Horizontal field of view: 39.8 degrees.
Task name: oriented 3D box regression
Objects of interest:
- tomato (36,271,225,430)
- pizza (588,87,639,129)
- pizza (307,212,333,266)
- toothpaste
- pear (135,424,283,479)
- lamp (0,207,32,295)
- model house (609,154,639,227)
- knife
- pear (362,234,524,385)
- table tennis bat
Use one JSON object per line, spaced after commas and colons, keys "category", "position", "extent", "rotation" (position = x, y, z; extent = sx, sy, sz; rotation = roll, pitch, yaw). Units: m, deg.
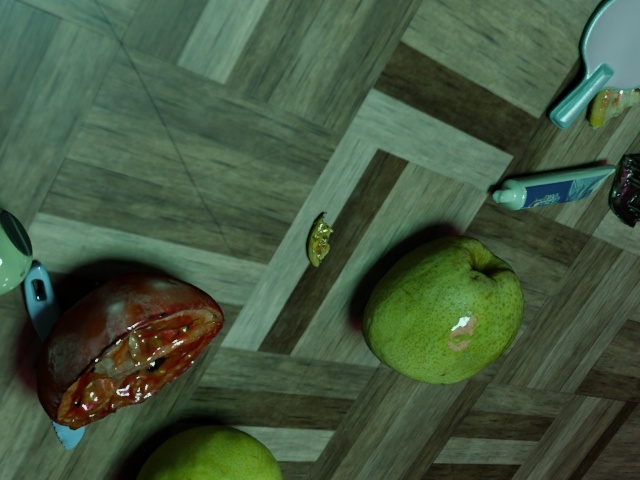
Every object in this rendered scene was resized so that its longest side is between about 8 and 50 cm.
{"category": "tomato", "position": [-0.230, 0.112, 1.012], "extent": [0.228, 0.101, 0.228], "rotation": [-36, 160, -16]}
{"category": "pizza", "position": [0.506, -0.245, 1.369], "extent": [0.195, 0.052, 0.185], "rotation": [-1, 125, -37]}
{"category": "pizza", "position": [0.000, 0.000, 1.178], "extent": [0.037, 0.016, 0.083], "rotation": [-17, 130, -37]}
{"category": "toothpaste", "position": [0.365, -0.082, 1.394], "extent": [0.268, 0.047, 0.069], "rotation": [-10, 115, -38]}
{"category": "pear", "position": [-0.147, 0.349, 1.204], "extent": [0.208, 0.209, 0.209], "rotation": [-22, 134, -25]}
{"category": "lamp", "position": [-0.364, 0.032, 0.867], "extent": [0.163, 0.091, 0.091], "rotation": [-29, 139, 7]}
{"category": "model house", "position": [0.584, -0.064, 1.507], "extent": [0.165, 0.152, 0.106], "rotation": [28, 96, -49]}
{"category": "knife", "position": [-0.314, 0.149, 1.043], "extent": [0.044, 0.019, 0.313], "rotation": [-16, 132, -19]}
{"category": "pear", "position": [0.180, 0.097, 1.272], "extent": [0.228, 0.188, 0.211], "rotation": [12, 117, -42]}
{"category": "table tennis bat", "position": [0.422, -0.259, 1.279], "extent": [0.149, 0.038, 0.237], "rotation": [32, 107, -26]}
